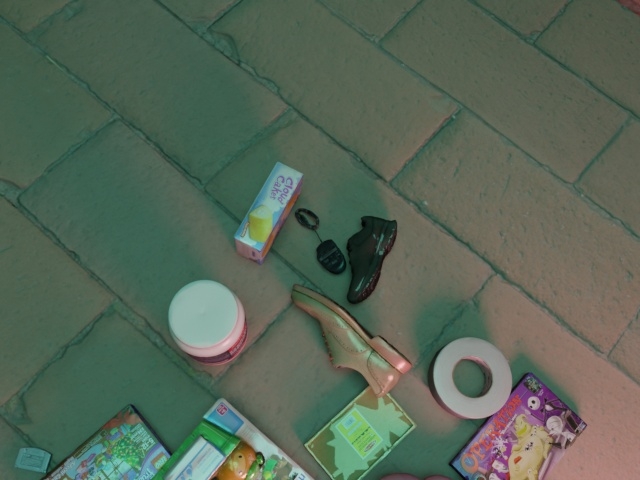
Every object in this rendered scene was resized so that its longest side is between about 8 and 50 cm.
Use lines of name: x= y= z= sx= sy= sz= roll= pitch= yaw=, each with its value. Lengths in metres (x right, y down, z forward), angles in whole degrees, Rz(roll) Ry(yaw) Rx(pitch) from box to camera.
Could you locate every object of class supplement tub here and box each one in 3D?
supplement tub: x=-0.290 y=0.218 z=1.566 sx=0.191 sy=0.272 sz=0.191 roll=1 pitch=72 yaw=-4

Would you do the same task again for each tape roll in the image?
tape roll: x=0.414 y=0.383 z=1.663 sx=0.219 sy=0.072 sz=0.219 roll=1 pitch=71 yaw=-3

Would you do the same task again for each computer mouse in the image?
computer mouse: x=0.000 y=0.000 z=1.788 sx=0.071 sy=0.041 sz=0.242 roll=-34 pitch=71 yaw=4

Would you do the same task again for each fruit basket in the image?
fruit basket: x=-0.224 y=0.623 z=1.461 sx=0.353 sy=0.165 sz=0.327 roll=39 pitch=71 yaw=11

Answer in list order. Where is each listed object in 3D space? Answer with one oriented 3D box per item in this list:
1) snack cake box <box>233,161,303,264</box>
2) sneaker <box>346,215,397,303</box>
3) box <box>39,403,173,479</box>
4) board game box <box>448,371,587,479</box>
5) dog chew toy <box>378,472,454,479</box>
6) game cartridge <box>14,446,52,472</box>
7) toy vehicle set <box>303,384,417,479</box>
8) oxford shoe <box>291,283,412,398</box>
snack cake box: x=-0.150 y=-0.077 z=1.739 sx=0.089 sy=0.152 sz=0.264 roll=26 pitch=72 yaw=5
sneaker: x=0.126 y=0.053 z=1.751 sx=0.130 sy=0.109 sz=0.286 roll=19 pitch=64 yaw=13
box: x=-0.543 y=0.597 z=1.535 sx=0.293 sy=0.057 sz=0.201 roll=-41 pitch=79 yaw=-15
board game box: x=0.539 y=0.556 z=1.628 sx=0.208 sy=0.056 sz=0.347 roll=42 pitch=74 yaw=14
dog chew toy: x=0.282 y=0.682 z=1.494 sx=0.331 sy=0.206 sz=0.207 roll=-1 pitch=71 yaw=-12
game cartridge: x=-0.745 y=0.568 z=1.554 sx=0.083 sy=0.017 sz=0.056 roll=12 pitch=75 yaw=0
toy vehicle set: x=0.107 y=0.526 z=1.613 sx=0.267 sy=0.035 sz=0.166 roll=-38 pitch=78 yaw=-15
oxford shoe: x=0.052 y=0.267 z=1.640 sx=0.397 sy=0.140 sz=0.146 roll=37 pitch=88 yaw=21
